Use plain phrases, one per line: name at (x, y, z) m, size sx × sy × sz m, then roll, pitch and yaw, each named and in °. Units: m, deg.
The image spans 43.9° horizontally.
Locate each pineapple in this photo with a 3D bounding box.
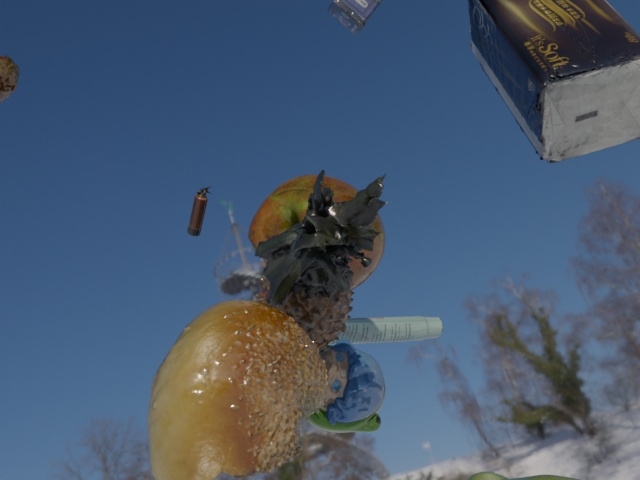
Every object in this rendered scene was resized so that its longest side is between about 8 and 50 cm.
pineapple at (-0.011, 0.032, 1.142) m, size 0.165 × 0.166 × 0.364 m, roll -11°, pitch -29°, yaw -16°

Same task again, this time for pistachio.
pistachio at (-0.538, -0.225, 1.202) m, size 0.173 × 0.049 × 0.089 m, roll -35°, pitch -59°, yaw -7°

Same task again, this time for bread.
bread at (-0.088, 0.170, 1.000) m, size 0.171 × 0.192 × 0.314 m, roll -3°, pitch 2°, yaw 24°

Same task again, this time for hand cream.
hand cream at (0.125, 0.208, 1.821) m, size 0.331 × 0.058 × 0.085 m, roll -2°, pitch -46°, yaw -21°

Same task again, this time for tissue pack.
tissue pack at (0.415, -0.320, 1.413) m, size 0.210 × 0.370 × 0.198 m, roll -14°, pitch -44°, yaw -4°

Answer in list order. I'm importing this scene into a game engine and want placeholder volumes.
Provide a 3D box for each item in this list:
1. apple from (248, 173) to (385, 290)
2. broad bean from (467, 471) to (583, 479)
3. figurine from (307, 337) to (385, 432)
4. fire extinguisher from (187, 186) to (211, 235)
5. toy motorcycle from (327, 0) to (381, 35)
apple at (0.000, 0.000, 1.521) m, size 0.246 × 0.246 × 0.226 m, roll -33°, pitch -31°, yaw 27°
broad bean at (0.287, 0.365, 1.031) m, size 0.228 × 0.100 × 0.169 m, roll -16°, pitch -51°, yaw 34°
figurine at (-0.003, 0.236, 1.365) m, size 0.263 × 0.162 × 0.143 m, roll 24°, pitch -46°, yaw -19°
fire extinguisher at (-0.191, -0.048, 1.264) m, size 0.028 × 0.022 × 0.083 m, roll 0°, pitch -63°, yaw -35°
toy motorcycle at (-0.009, -0.600, 1.601) m, size 0.213 × 0.358 × 0.125 m, roll -53°, pitch 7°, yaw -5°
